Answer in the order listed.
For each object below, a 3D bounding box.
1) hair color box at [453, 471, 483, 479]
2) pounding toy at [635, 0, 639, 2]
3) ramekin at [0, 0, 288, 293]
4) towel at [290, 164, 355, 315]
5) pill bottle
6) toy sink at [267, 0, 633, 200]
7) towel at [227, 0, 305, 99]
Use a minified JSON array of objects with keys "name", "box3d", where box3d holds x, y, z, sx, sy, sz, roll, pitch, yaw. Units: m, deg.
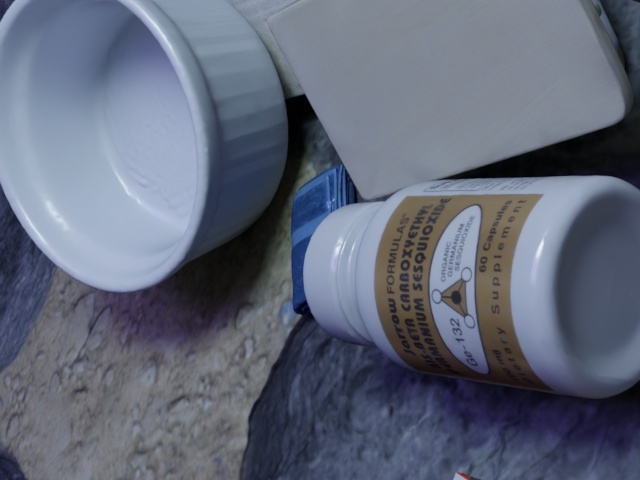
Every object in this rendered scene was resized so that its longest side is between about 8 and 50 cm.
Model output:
[{"name":"hair color box","box3d":[0.125,0.202,0.706,0.141,0.043,0.072,23,89,54]},{"name":"pounding toy","box3d":[0.254,-0.248,0.768,0.181,0.094,0.206,37,109,48]},{"name":"ramekin","box3d":[-0.160,-0.103,1.056,0.277,0.135,0.277,14,113,36]},{"name":"towel","box3d":[0.000,0.000,0.981,0.067,0.029,0.119,-29,50,39]},{"name":"pill bottle","box3d":[0.097,0.025,0.765,0.229,0.131,0.131,1,72,51]},{"name":"toy sink","box3d":[0.108,-0.144,0.799,0.234,0.153,0.131,-17,17,47]},{"name":"towel","box3d":[-0.078,-0.211,1.080,0.282,0.049,0.187,-9,104,40]}]
